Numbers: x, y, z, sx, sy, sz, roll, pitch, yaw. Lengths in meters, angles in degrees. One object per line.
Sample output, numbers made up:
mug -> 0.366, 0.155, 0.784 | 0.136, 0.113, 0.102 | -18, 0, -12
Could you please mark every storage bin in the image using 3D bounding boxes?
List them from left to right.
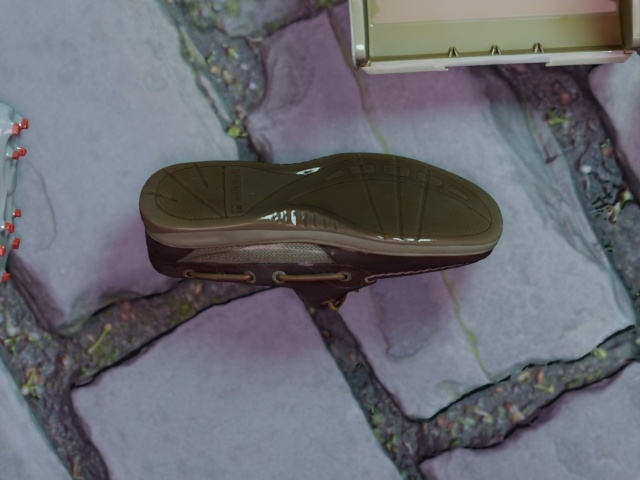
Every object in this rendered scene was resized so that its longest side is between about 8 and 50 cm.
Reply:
storage bin -> 0.154, -0.282, 1.599 | 0.262, 0.123, 0.260 | -3, 104, 3

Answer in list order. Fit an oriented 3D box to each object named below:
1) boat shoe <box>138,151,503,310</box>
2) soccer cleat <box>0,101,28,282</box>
boat shoe -> 0.000, 0.000, 1.700 | 0.342, 0.123, 0.123 | 0, 134, -2
soccer cleat -> -0.331, -0.039, 1.723 | 0.076, 0.068, 0.196 | 8, 98, 6
